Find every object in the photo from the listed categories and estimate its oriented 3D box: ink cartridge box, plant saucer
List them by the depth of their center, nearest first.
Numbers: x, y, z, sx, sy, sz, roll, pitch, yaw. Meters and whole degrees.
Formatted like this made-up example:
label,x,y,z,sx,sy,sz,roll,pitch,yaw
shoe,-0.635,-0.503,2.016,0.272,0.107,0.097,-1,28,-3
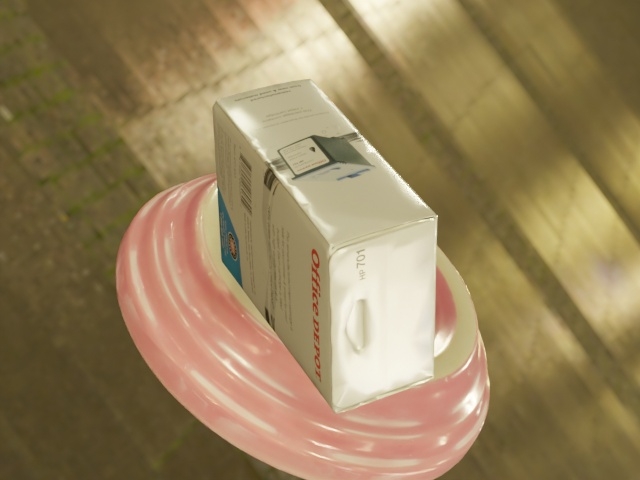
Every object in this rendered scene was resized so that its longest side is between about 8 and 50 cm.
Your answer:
label,x,y,z,sx,sy,sz,roll,pitch,yaw
ink cartridge box,0.000,0.000,1.193,0.190,0.082,0.139,49,-31,46
plant saucer,0.000,0.051,1.441,0.332,0.084,0.332,21,35,-15
